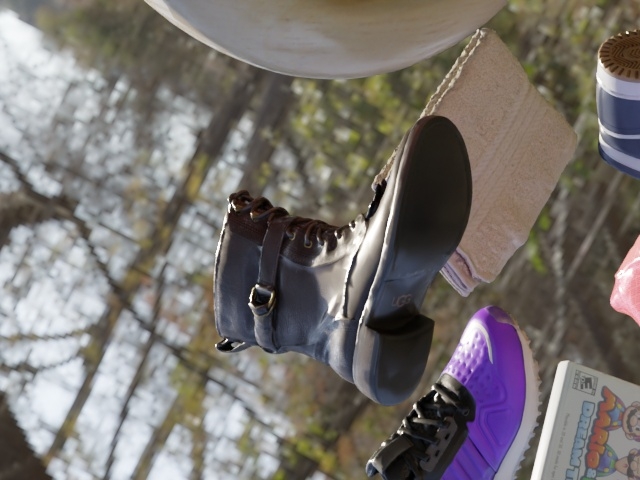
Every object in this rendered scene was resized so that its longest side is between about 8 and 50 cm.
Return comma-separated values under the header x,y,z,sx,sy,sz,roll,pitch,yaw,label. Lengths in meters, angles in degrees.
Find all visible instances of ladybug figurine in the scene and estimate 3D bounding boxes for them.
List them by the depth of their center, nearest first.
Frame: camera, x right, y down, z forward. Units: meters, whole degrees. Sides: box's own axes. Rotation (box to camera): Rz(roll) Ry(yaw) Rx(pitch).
x,y,z,sx,sy,sz,roll,pitch,yaw,label
0.003,-0.270,1.105,0.162,0.305,0.449,12,-164,43,ladybug figurine

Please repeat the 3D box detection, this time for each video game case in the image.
x,y,z,sx,sy,sz,roll,pitch,yaw,label
0.215,0.181,1.129,0.143,0.157,0.019,21,166,-21,video game case

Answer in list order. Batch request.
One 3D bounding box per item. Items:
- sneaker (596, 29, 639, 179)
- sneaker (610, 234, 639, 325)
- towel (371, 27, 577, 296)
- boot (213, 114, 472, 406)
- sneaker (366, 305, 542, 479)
x,y,z,sx,sy,sz,roll,pitch,yaw,label
0.406,-0.133,1.552,0.282,0.153,0.099,-3,-136,-1,sneaker
0.343,0.104,1.204,0.116,0.136,0.314,-4,-131,-46,sneaker
0.182,-0.091,1.783,0.049,0.282,0.187,-13,126,49,towel
0.000,0.000,1.334,0.229,0.263,0.091,23,-166,41,boot
0.125,0.208,1.607,0.146,0.293,0.102,1,-158,-27,sneaker
